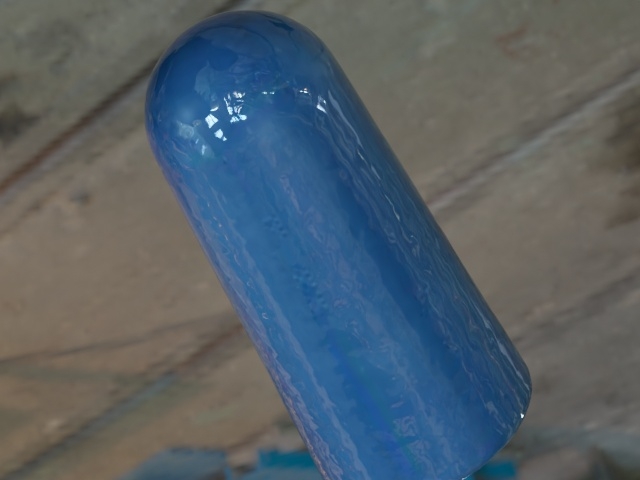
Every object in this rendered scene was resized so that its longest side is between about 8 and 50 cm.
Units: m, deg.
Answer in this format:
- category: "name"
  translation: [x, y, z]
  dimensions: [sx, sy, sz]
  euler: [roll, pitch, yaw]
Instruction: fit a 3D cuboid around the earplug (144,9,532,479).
- category: "earplug"
  translation: [0.000, 0.000, 0.931]
  dimensions: [0.132, 0.132, 0.273]
  euler: [-22, 120, 13]
